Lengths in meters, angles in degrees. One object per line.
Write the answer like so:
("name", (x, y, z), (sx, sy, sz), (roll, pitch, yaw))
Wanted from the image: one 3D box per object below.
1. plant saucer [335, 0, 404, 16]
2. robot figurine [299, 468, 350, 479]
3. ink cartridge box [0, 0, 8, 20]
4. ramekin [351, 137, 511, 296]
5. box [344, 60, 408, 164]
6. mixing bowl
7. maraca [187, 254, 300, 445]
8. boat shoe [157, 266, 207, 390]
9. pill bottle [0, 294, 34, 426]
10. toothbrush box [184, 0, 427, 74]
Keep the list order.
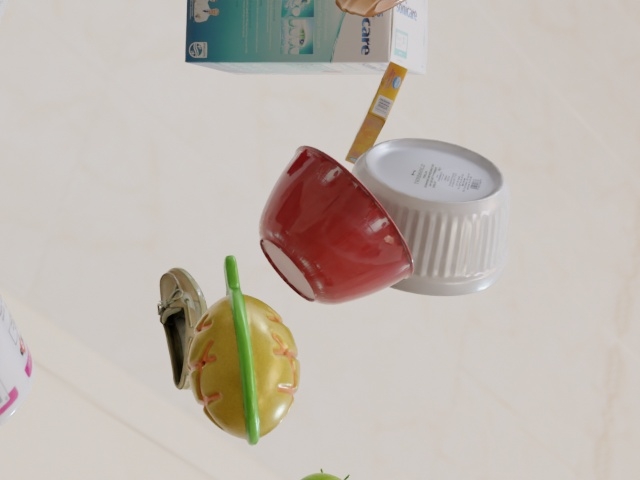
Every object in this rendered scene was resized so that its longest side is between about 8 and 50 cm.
("plant saucer", (0.111, -0.330, 1.792), (0.200, 0.037, 0.200), (-32, 177, -2))
("robot figurine", (-0.006, 0.283, 1.457), (0.101, 0.067, 0.115), (5, -112, 48))
("ink cartridge box", (-0.453, -0.212, 1.414), (0.129, 0.307, 0.223), (35, -65, 16))
("ramekin", (0.121, -0.035, 1.686), (0.207, 0.207, 0.109), (-128, -140, -52))
("box", (0.065, -0.147, 1.779), (0.136, 0.028, 0.081), (113, 0, -62))
("mixing bowl", (0.000, 0.000, 1.535), (0.098, 0.181, 0.181), (-40, -145, -16))
("maraca", (-0.071, 0.098, 1.318), (0.099, 0.127, 0.186), (-4, -136, -8))
("boat shoe", (-0.159, 0.099, 1.670), (0.056, 0.048, 0.153), (-35, -119, 41))
("pill bottle", (-0.402, 0.056, 1.435), (0.160, 0.283, 0.160), (-11, -142, 9))
("toothbrush box", (-0.015, -0.299, 2.053), (0.295, 0.216, 0.126), (1, -88, 16))
